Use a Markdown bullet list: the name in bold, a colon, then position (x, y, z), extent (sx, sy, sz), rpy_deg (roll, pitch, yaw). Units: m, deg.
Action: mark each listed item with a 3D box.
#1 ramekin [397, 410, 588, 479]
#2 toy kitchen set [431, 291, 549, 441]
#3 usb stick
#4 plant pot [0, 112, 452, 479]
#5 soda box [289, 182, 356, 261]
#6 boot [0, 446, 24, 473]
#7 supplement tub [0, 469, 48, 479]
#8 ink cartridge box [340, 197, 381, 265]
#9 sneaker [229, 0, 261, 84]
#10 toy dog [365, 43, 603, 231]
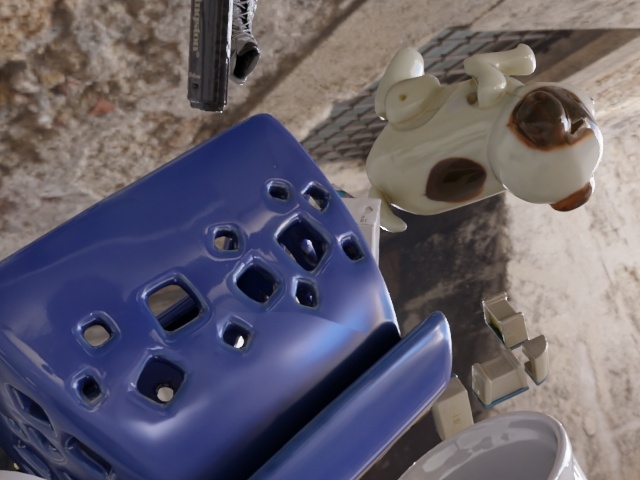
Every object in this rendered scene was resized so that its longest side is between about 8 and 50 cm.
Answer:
- **ramekin**: position (0.207, 0.345, 0.935), extent (0.135, 0.277, 0.277), rpy_deg (54, -34, -6)
- **toy kitchen set**: position (0.256, 0.208, 1.275), extent (0.166, 0.207, 0.122), rpy_deg (-121, -169, -51)
- **usb stick**: position (-0.158, -0.327, 1.114), extent (0.077, 0.045, 0.277), rpy_deg (17, -71, 39)
- **plant pot**: position (-0.065, 0.097, 0.508), extent (0.212, 0.236, 0.236), rpy_deg (44, -33, 14)
- **soda box**: position (0.000, 0.000, 1.190), extent (0.058, 0.183, 0.063), rpy_deg (33, -41, -11)
- **boot**: position (-0.338, 0.212, 0.634), extent (0.138, 0.284, 0.377), rpy_deg (-7, -110, 20)
- **supplement tub**: position (-0.144, 0.179, 0.238), extent (0.144, 0.199, 0.144), rpy_deg (4, -72, 11)
- **ink cartridge box**: position (0.041, 0.025, 0.944), extent (0.056, 0.099, 0.135), rpy_deg (3, -68, 8)
- **sneaker**: position (-0.137, -0.383, 1.358), extent (0.132, 0.086, 0.228), rpy_deg (-129, -143, -51)
- **toy dog**: position (0.294, -0.182, 1.379), extent (0.408, 0.395, 0.284), rpy_deg (5, -48, 42)
